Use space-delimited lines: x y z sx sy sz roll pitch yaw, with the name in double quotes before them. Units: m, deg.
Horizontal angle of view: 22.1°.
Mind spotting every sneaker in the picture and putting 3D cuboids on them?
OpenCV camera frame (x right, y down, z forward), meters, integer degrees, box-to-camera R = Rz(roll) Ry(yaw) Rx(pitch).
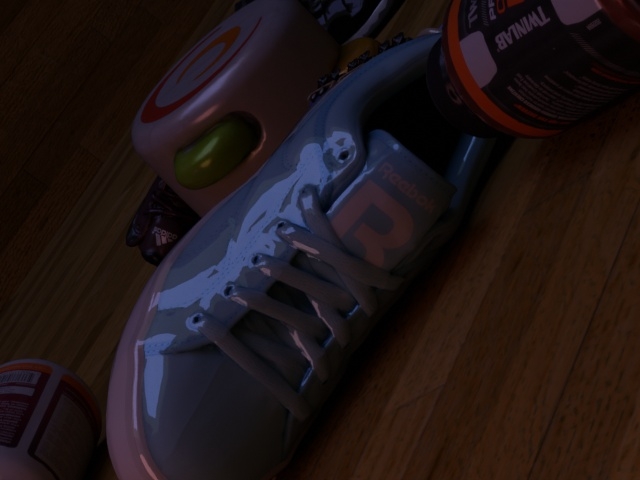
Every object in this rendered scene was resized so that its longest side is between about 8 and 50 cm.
"sneaker" -0.124 -0.050 1.682 0.162 0.106 0.281 -62 5 -20
"sneaker" 0.000 0.000 0.977 0.150 0.135 0.366 -38 19 57
"sneaker" -0.021 -0.228 1.708 0.283 0.124 0.107 -48 13 16

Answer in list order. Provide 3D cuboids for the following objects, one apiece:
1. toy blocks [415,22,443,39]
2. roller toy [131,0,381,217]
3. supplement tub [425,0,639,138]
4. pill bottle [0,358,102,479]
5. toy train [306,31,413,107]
"toy blocks" 0.065 -0.111 1.235 0.148 0.054 0.123 -57 14 -21
"roller toy" -0.052 -0.106 1.430 0.209 0.146 0.191 -49 20 -14
"supplement tub" 0.135 -0.118 0.888 0.198 0.106 0.106 -32 24 58
"pill bottle" -0.264 0.203 1.388 0.121 0.121 0.221 -47 13 24
"toy train" 0.030 -0.114 1.189 0.158 0.027 0.036 -19 46 65
